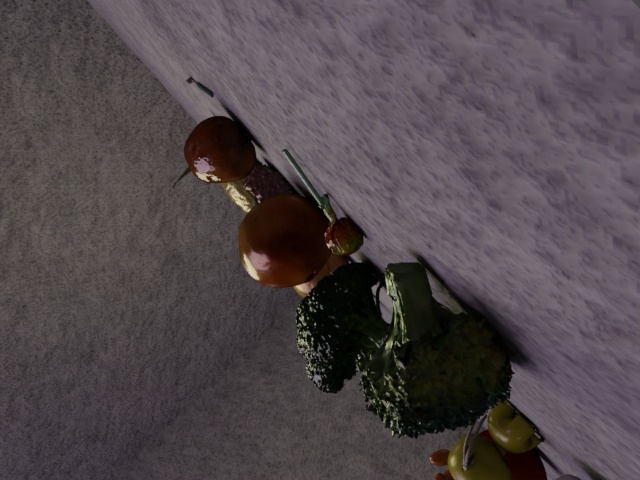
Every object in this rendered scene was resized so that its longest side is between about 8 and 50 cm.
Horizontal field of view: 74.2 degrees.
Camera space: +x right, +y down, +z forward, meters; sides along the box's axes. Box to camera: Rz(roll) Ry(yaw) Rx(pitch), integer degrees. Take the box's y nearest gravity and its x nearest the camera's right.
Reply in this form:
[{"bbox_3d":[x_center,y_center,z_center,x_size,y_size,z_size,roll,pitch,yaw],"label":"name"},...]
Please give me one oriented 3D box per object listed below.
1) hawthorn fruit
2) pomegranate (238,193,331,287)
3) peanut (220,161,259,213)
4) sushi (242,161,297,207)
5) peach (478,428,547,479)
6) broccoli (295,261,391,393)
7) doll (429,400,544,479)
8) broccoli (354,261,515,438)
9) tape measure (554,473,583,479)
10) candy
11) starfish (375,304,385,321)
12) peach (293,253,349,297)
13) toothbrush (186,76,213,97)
[{"bbox_3d":[-0.232,-0.193,0.910,0.149,0.189,0.149,0,-90,-79],"label":"hawthorn fruit"},{"bbox_3d":[-0.077,0.002,0.897,0.209,0.209,0.209,47,177,4],"label":"pomegranate"},{"bbox_3d":[-0.246,-0.206,1.251,0.319,0.147,0.147,52,176,-1],"label":"peanut"},{"bbox_3d":[-0.100,-0.083,1.066,0.241,0.107,0.161,48,180,-18],"label":"sushi"},{"bbox_3d":[0.455,0.557,1.046,0.197,0.197,0.197,47,177,4],"label":"peach"},{"bbox_3d":[0.090,0.188,0.936,0.297,0.297,0.297,11,169,10],"label":"broccoli"},{"bbox_3d":[0.311,0.414,0.801,0.135,0.221,0.143,45,-178,-41],"label":"doll"},{"bbox_3d":[0.114,0.118,0.492,0.194,0.194,0.220,46,-160,6],"label":"broccoli"},{"bbox_3d":[0.418,0.422,0.602,0.178,0.105,0.196,40,179,-8],"label":"tape measure"},{"bbox_3d":[0.000,-0.057,0.655,0.201,0.060,0.060,55,174,-21],"label":"candy"},{"bbox_3d":[0.154,0.201,1.558,0.302,0.060,0.299,49,172,4],"label":"starfish"},{"bbox_3d":[0.002,0.092,1.222,0.184,0.184,0.184,47,177,4],"label":"peach"},{"bbox_3d":[-0.263,-0.332,0.917,0.167,0.014,0.011,43,166,46],"label":"toothbrush"}]
